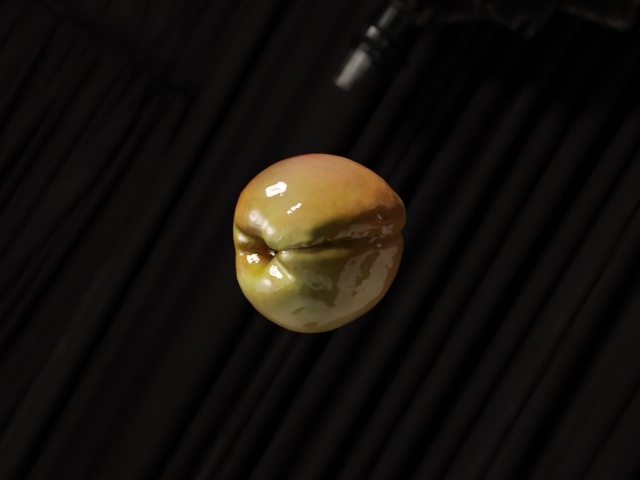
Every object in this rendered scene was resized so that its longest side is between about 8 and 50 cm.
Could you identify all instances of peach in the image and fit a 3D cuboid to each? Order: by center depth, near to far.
[{"bbox_3d":[0.000,0.000,1.427,0.184,0.184,0.184,32,0,0],"label":"peach"}]
